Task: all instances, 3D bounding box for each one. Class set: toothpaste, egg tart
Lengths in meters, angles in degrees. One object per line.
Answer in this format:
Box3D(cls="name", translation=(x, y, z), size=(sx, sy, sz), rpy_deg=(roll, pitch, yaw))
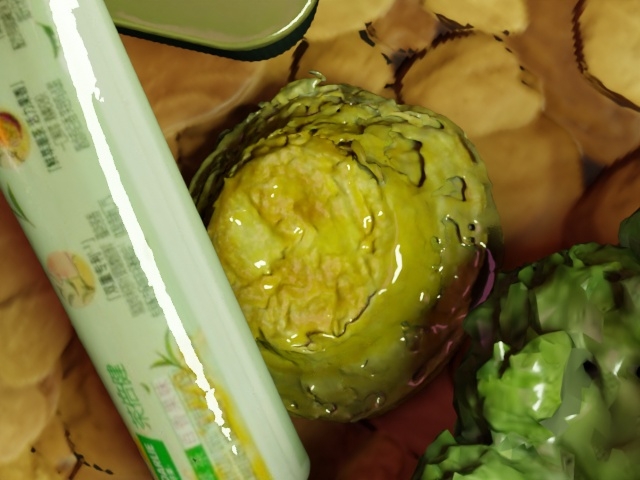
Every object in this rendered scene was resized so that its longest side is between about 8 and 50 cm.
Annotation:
Box3D(cls="toothpaste", translation=(-0.073, -0.008, 0.653), size=(0.058, 0.056, 0.314), rpy_deg=(-29, 103, -18))
Box3D(cls="egg tart", translation=(0.000, 0.000, 0.695), size=(0.130, 0.052, 0.130), rpy_deg=(-3, 84, 25))

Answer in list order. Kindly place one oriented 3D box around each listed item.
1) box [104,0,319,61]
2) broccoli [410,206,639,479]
Box3D(cls="box", translation=(-0.084, -0.149, 0.696), size=(0.201, 0.090, 0.144), rpy_deg=(13, 90, 3))
Box3D(cls="broccoli", translation=(0.130, 0.101, 0.572), size=(0.302, 0.186, 0.254), rpy_deg=(-62, 27, 6))
